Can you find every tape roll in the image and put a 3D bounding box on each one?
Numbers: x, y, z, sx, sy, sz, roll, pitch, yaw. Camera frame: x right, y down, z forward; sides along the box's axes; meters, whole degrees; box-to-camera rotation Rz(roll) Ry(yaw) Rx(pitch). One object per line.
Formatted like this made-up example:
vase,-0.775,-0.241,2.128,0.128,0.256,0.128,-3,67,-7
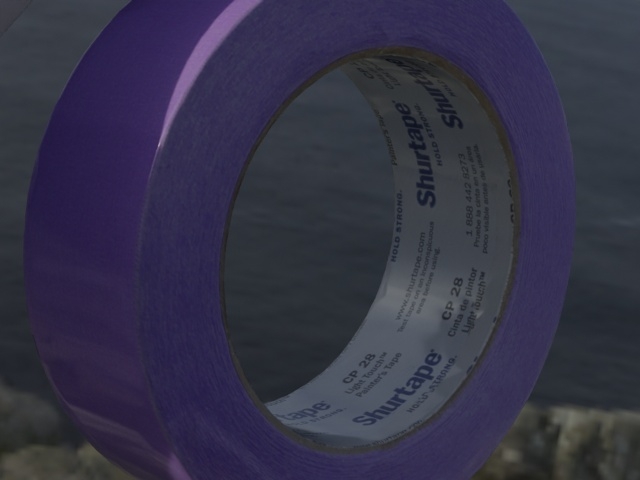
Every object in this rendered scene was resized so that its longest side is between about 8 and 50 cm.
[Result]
tape roll,0.000,0.000,0.764,0.274,0.275,0.090,-4,10,-42

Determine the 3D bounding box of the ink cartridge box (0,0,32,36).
ink cartridge box,-0.258,-0.207,0.738,0.285,0.166,0.395,29,62,12
